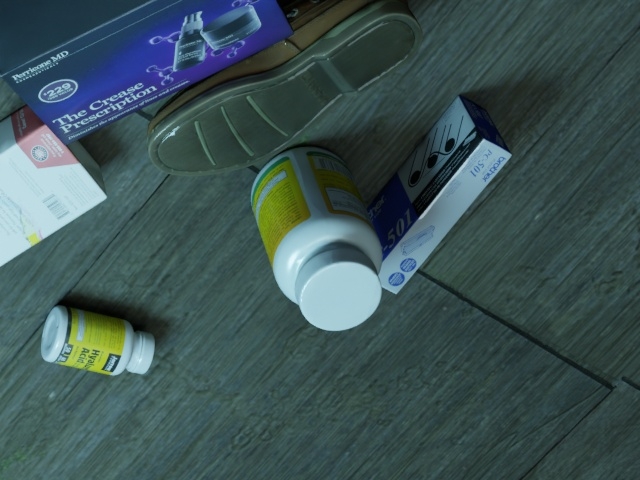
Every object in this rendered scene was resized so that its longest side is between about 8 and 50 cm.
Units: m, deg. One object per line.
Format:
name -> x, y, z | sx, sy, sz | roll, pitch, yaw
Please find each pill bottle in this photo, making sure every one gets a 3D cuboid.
pill bottle -> 0.000, 0.000, 2.025 | 0.118, 0.208, 0.117 | -7, 125, -10
pill bottle -> -0.247, 0.115, 2.129 | 0.116, 0.065, 0.065 | 14, 119, -23

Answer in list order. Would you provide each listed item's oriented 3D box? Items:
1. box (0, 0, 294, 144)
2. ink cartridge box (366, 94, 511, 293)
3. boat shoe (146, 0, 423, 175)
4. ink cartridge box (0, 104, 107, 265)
box -> -0.178, -0.217, 1.849 | 0.261, 0.103, 0.184 | -26, 155, 4
ink cartridge box -> 0.118, -0.050, 2.091 | 0.046, 0.097, 0.207 | 27, 114, -29
boat shoe -> -0.045, -0.172, 1.964 | 0.307, 0.104, 0.110 | -26, 139, 2
ink cartridge box -> -0.338, -0.046, 1.993 | 0.198, 0.067, 0.115 | -32, 125, 6
